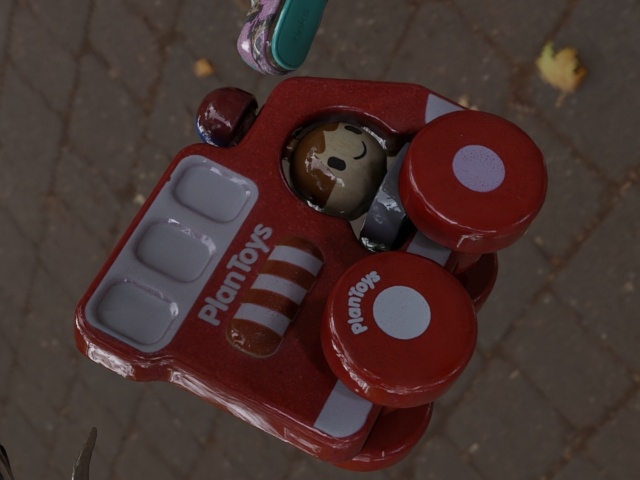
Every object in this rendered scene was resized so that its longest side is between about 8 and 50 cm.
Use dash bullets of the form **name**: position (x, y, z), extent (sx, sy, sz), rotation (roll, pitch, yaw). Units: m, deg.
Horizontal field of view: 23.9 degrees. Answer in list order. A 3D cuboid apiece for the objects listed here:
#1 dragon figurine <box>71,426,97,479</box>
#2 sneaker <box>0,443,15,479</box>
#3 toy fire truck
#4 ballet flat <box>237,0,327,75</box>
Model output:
- **dragon figurine**: position (-0.075, 0.247, 0.890), extent (0.289, 0.085, 0.144), rotation (52, 172, 0)
- **sneaker**: position (-0.311, 0.068, 0.727), extent (0.447, 0.169, 0.257), rotation (40, 166, 13)
- **toy fire truck**: position (0.000, 0.000, 1.061), extent (0.254, 0.302, 0.169), rotation (27, 152, 4)
- **ballet flat**: position (-0.011, -0.243, 1.257), extent (0.079, 0.222, 0.077), rotation (24, 177, 42)
